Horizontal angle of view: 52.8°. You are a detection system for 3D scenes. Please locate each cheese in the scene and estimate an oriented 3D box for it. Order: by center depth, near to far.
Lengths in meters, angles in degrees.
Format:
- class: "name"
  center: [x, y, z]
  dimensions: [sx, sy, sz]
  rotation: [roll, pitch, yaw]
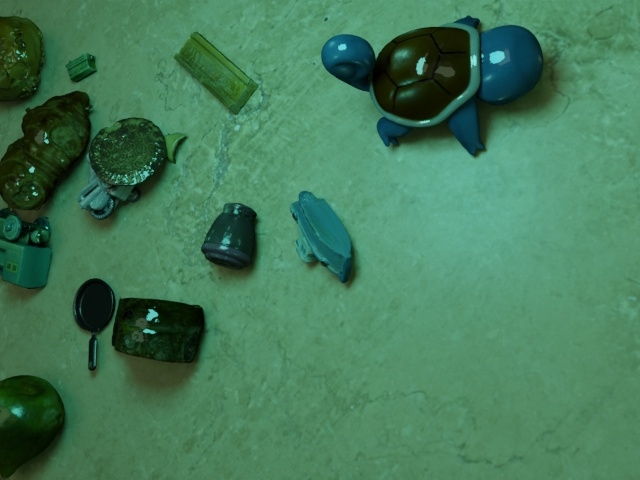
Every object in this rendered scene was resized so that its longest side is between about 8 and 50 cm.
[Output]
- class: "cheese"
  center: [-0.376, -0.244, 1.621]
  dimensions: [0.060, 0.041, 0.084]
  rotation: [35, 97, 28]

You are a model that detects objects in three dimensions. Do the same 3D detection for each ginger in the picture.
- class: "ginger"
  center: [-0.745, -0.255, 1.746]
  dimensions: [0.357, 0.152, 0.274]
  rotation: [-54, 35, 3]

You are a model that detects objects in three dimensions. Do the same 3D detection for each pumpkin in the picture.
- class: "pumpkin"
  center: [-0.383, 0.207, 1.518]
  dimensions: [0.280, 0.190, 0.139]
  rotation: [171, 108, -69]

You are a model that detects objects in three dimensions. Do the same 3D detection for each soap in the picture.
- class: "soap"
  center: [-0.264, -0.422, 1.605]
  dimensions: [0.092, 0.037, 0.252]
  rotation: [-49, 64, 8]

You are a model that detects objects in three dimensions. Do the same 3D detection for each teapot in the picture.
- class: "teapot"
  center: [-0.201, -0.012, 1.473]
  dimensions: [0.116, 0.148, 0.146]
  rotation: [18, 74, -8]

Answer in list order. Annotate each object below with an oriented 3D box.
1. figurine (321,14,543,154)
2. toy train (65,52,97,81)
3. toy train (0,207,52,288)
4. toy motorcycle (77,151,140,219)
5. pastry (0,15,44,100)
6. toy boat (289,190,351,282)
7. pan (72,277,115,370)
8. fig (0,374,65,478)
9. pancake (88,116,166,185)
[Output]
- class: "figurine"
  center: [0.215, -0.336, 1.284]
  dimensions: [0.417, 0.243, 0.297]
  rotation: [3, 71, 5]
- class: "toy train"
  center: [-0.671, -0.486, 1.814]
  dimensions: [0.093, 0.038, 0.056]
  rotation: [-21, 78, 20]
- class: "toy train"
  center: [-0.862, 0.011, 1.767]
  dimensions: [0.298, 0.120, 0.194]
  rotation: [12, 93, 30]
- class: "toy motorcycle"
  center: [-0.535, -0.185, 1.650]
  dimensions: [0.171, 0.110, 0.260]
  rotation: [29, 87, 26]
- class: "pastry"
  center: [-0.924, -0.525, 1.872]
  dimensions: [0.311, 0.162, 0.255]
  rotation: [16, 89, 25]
- class: "toy boat"
  center: [0.000, 0.000, 1.384]
  dimensions: [0.215, 0.088, 0.102]
  rotation: [56, 139, 22]
- class: "pan"
  center: [-0.573, 0.213, 1.636]
  dimensions: [0.136, 0.028, 0.235]
  rotation: [-13, 72, 24]
- class: "fig"
  center: [-0.749, 0.482, 1.599]
  dimensions: [0.206, 0.206, 0.275]
  rotation: [25, 105, 27]
- class: "pancake"
  center: [-0.474, -0.220, 1.585]
  dimensions: [0.199, 0.021, 0.199]
  rotation: [0, 65, 0]
